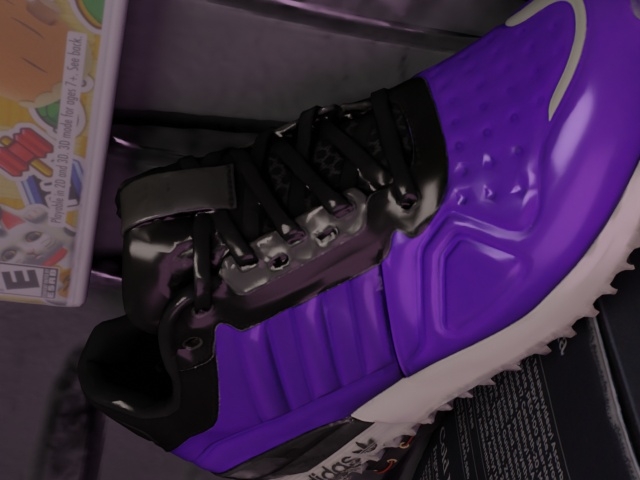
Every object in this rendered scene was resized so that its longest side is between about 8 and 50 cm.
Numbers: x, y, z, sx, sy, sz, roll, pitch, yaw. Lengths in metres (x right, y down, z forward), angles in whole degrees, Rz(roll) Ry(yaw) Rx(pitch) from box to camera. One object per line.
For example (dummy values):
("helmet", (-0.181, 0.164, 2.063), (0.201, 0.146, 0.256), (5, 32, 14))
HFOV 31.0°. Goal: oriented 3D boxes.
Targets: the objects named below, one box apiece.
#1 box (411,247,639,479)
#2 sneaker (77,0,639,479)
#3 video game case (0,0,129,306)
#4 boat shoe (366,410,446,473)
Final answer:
("box", (0.234, 0.144, 0.552), (0.343, 0.178, 0.312), (4, 134, -10))
("sneaker", (0.000, 0.001, 0.436), (0.146, 0.102, 0.293), (23, 129, -25))
("video game case", (-0.175, -0.067, 0.405), (0.207, 0.026, 0.227), (7, 135, -12))
("boat shoe", (0.040, 0.068, 0.549), (0.042, 0.048, 0.133), (12, 136, -24))
